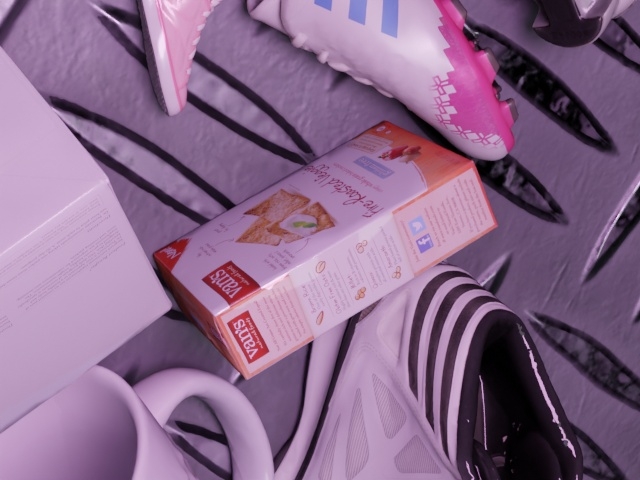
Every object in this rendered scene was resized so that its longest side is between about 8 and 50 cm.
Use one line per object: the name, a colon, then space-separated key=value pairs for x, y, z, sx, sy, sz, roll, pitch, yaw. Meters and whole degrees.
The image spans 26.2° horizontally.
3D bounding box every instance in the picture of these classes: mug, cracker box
mug: x=-0.154 y=0.267 z=1.061 sx=0.374 sy=0.276 sz=0.328 roll=-56 pitch=133 yaw=-34
cracker box: x=0.000 y=0.000 z=1.084 sx=0.232 sy=0.155 sz=0.067 roll=-31 pitch=117 yaw=-13

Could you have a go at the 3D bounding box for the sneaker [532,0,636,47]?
sneaker: x=0.182 y=-0.333 z=1.097 sx=0.146 sy=0.122 sz=0.331 roll=-39 pitch=119 yaw=-29

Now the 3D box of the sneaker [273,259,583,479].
sneaker: x=0.069 y=0.239 z=1.134 sx=0.169 sy=0.257 sz=0.448 roll=3 pitch=106 yaw=-25

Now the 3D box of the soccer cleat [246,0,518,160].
soccer cleat: x=0.030 y=-0.178 z=1.080 sx=0.143 sy=0.116 sz=0.331 roll=-32 pitch=116 yaw=6

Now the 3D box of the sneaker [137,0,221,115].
sneaker: x=-0.100 y=-0.164 z=1.044 sx=0.070 sy=0.051 sz=0.134 roll=-13 pitch=107 yaw=-15

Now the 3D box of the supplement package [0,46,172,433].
supplement package: x=-0.236 y=0.012 z=0.934 sx=0.194 sy=0.149 sz=0.203 roll=-36 pitch=156 yaw=-11
